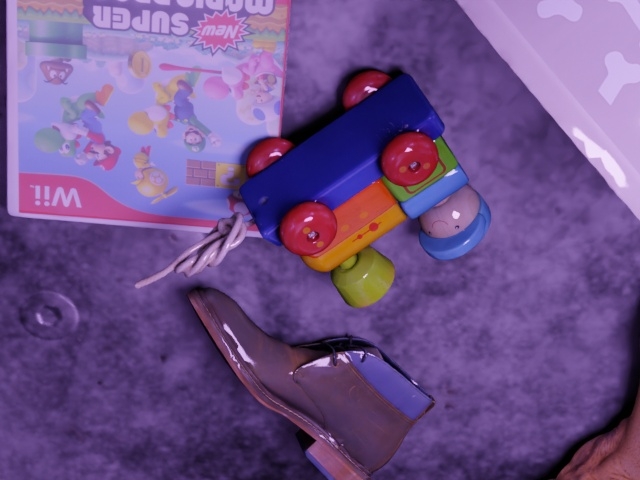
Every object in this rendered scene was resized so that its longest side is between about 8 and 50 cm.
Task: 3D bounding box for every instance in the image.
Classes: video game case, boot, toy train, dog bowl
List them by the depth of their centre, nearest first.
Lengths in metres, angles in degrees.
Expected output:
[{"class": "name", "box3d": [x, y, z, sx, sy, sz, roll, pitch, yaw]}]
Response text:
[{"class": "dog bowl", "box3d": [0.186, -0.115, 1.243, 0.102, 0.349, 0.349, -39, 115, 9]}, {"class": "video game case", "box3d": [-0.126, -0.134, 1.417, 0.204, 0.025, 0.285, 5, 123, -1]}, {"class": "toy train", "box3d": [0.000, 0.000, 1.437, 0.248, 0.105, 0.143, -35, 130, 6]}, {"class": "boot", "box3d": [-0.007, 0.094, 1.547, 0.106, 0.082, 0.219, -40, 111, 1]}]

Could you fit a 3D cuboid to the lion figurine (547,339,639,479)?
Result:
[{"class": "lion figurine", "box3d": [0.294, 0.144, 1.534, 0.240, 0.142, 0.392, 16, 109, 11]}]
